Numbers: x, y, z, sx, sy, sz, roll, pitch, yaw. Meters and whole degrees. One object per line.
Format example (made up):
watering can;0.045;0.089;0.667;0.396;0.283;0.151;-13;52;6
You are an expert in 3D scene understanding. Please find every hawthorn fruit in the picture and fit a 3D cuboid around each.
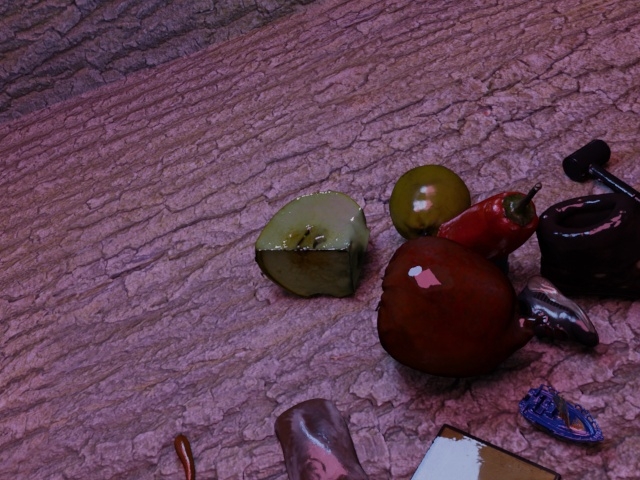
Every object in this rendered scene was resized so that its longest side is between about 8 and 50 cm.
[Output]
hawthorn fruit;0.273;0.149;1.529;0.324;0.308;0.308;18;44;-10

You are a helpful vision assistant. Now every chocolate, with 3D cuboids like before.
chocolate;-0.009;0.433;1.491;0.156;0.080;0.254;-23;41;-3

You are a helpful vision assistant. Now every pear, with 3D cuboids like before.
pear;0.000;0.000;1.883;0.286;0.176;0.282;0;43;16
pear;0.281;-0.092;1.838;0.212;0.213;0.269;-4;32;18

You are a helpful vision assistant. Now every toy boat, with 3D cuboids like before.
toy boat;0.467;0.334;1.382;0.091;0.110;0.175;-42;47;-22

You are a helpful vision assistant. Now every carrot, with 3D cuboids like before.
carrot;-0.301;0.487;1.592;0.035;0.035;0.142;-25;46;-5

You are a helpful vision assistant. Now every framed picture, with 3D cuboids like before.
framed picture;0.263;0.525;1.333;0.255;0.014;0.339;18;54;35

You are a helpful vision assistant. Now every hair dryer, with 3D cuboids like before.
hair dryer;0.752;-0.168;1.834;0.114;0.071;0.248;-32;46;-12

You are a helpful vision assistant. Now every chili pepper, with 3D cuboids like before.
chili pepper;0.409;-0.043;1.583;0.338;0.131;0.135;-39;20;47

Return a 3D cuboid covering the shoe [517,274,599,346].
shoe;0.502;0.171;1.558;0.112;0.099;0.227;-33;38;-3

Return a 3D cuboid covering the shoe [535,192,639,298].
shoe;0.668;0.006;1.549;0.383;0.237;0.171;0;46;23

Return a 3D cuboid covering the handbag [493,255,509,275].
handbag;0.335;0.083;1.736;0.229;0.062;0.179;3;47;25
